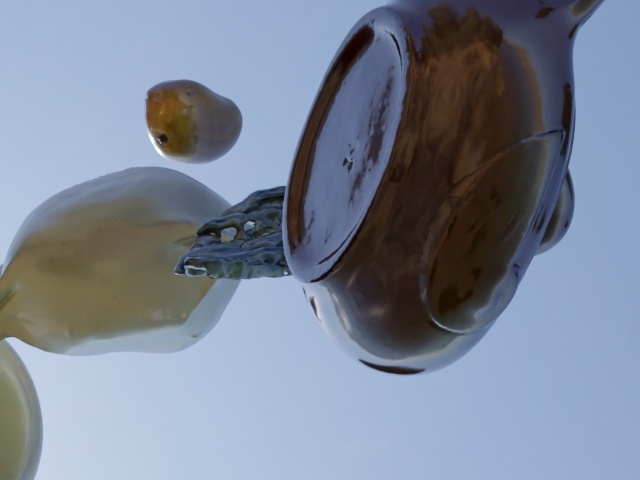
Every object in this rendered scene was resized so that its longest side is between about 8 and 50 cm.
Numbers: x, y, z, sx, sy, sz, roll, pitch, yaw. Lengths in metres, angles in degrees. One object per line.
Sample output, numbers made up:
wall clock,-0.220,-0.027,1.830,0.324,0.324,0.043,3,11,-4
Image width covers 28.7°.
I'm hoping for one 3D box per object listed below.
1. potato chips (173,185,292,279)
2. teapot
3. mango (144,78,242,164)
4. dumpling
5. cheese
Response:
potato chips,0.000,0.001,0.617,0.092,0.207,0.028,37,-63,41
teapot,0.042,-0.022,0.357,0.078,0.098,0.129,13,-71,-25
mango,-0.115,-0.109,1.143,0.060,0.114,0.080,-8,-87,30
dumpling,-0.136,0.018,0.891,0.250,0.162,0.132,-12,-76,10
cheese,-0.291,0.089,0.955,0.070,0.163,0.249,-1,-91,50
